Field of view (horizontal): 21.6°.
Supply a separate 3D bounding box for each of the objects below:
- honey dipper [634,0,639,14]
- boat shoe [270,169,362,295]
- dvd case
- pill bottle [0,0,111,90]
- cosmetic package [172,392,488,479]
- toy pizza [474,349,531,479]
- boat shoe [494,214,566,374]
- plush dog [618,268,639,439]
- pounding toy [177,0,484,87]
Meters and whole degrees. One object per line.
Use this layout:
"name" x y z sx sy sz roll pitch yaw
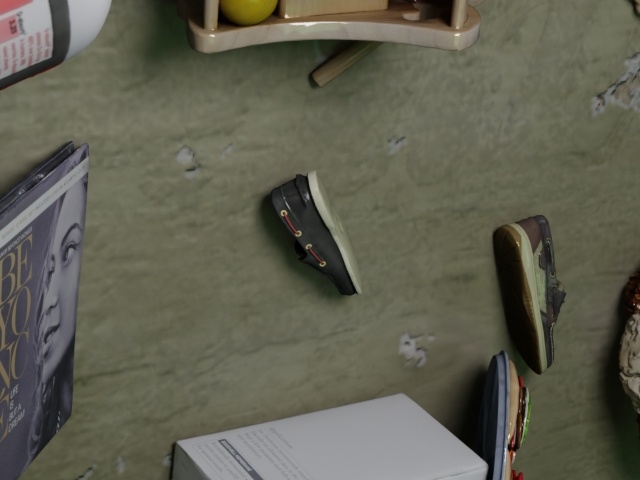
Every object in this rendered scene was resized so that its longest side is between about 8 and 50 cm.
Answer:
"honey dipper" 0.232 -0.227 1.354 0.030 0.030 0.160 -53 132 1
"boat shoe" 0.000 -0.001 1.309 0.042 0.049 0.133 -20 136 9
"dvd case" -0.201 0.060 1.148 0.164 0.018 0.221 -55 154 -64
"pill bottle" -0.246 -0.169 0.939 0.363 0.210 0.210 -26 126 -20
"cosmetic package" -0.001 0.268 1.386 0.224 0.138 0.224 -8 118 -30
"toy pizza" 0.152 0.194 1.426 0.032 0.201 0.201 7 114 1
"boat shoe" 0.189 0.048 1.453 0.049 0.056 0.152 -24 125 -16
"plush dog" 0.383 0.110 1.526 0.225 0.210 0.263 -5 96 0
"pounding toy" 0.026 -0.154 1.170 0.269 0.154 0.155 -11 119 -29
